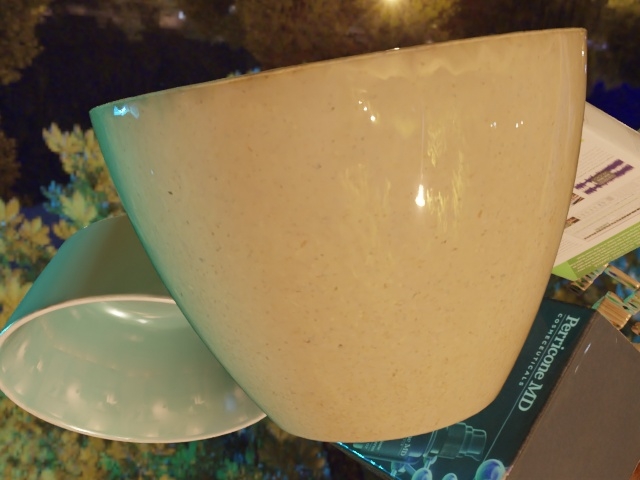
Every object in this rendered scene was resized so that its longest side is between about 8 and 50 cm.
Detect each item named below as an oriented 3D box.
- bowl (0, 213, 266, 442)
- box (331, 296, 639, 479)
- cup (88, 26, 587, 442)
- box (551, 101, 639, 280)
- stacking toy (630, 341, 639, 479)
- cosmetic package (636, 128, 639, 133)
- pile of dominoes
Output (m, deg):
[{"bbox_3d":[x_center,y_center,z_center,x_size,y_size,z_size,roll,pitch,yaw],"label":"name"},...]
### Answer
[{"bbox_3d":[-0.186,0.085,0.939,0.311,0.311,0.163,4,-129,-7],"label":"bowl"},{"bbox_3d":[0.213,0.230,1.164,0.212,0.293,0.395,40,165,-30],"label":"box"},{"bbox_3d":[0.029,-0.002,0.597,0.331,0.237,0.331,-9,-171,2],"label":"cup"},{"bbox_3d":[0.310,-0.052,1.053,0.322,0.232,0.058,19,-130,-37],"label":"box"},{"bbox_3d":[0.485,0.383,1.444,0.350,0.351,0.480,10,164,11],"label":"stacking toy"},{"bbox_3d":[0.675,-0.098,1.467,0.296,0.153,0.129,11,151,-25],"label":"cosmetic package"},{"bbox_3d":[0.517,0.122,1.452,0.196,0.040,0.251,34,171,14],"label":"pile of dominoes"}]
